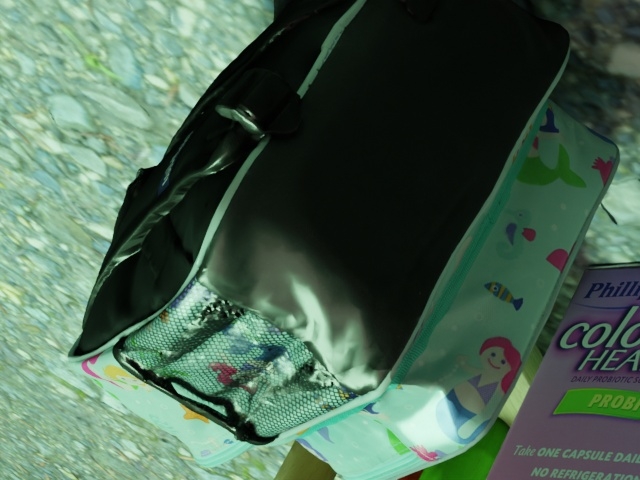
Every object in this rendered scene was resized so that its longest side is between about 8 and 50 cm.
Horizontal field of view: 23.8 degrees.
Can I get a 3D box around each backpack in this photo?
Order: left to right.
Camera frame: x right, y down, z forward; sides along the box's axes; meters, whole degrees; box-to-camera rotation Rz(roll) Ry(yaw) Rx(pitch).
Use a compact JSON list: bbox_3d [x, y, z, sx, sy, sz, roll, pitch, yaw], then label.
[{"bbox_3d":[0.000,0.000,0.711,0.191,0.225,0.253,40,147,-14],"label":"backpack"}]

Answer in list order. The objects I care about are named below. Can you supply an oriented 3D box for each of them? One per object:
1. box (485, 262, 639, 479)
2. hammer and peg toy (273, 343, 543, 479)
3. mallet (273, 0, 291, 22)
[{"bbox_3d":[0.195,0.170,0.798,0.117,0.243,0.213,-6,137,49],"label":"box"},{"bbox_3d":[0.057,0.125,0.987,0.266,0.127,0.361,10,148,35],"label":"hammer and peg toy"},{"bbox_3d":[-0.010,-0.145,0.686,0.039,0.062,0.190,27,169,7],"label":"mallet"}]
